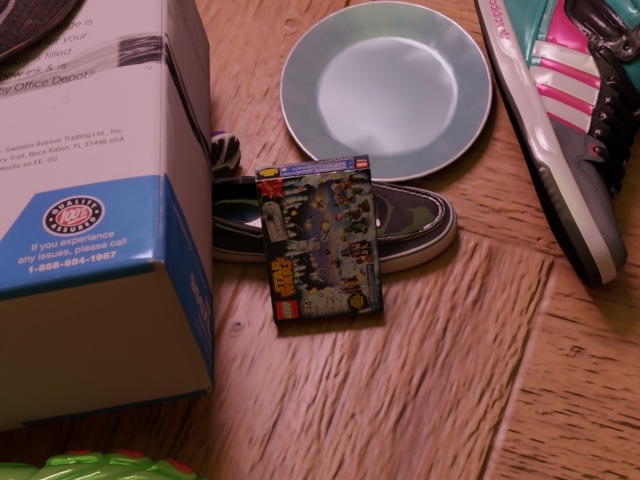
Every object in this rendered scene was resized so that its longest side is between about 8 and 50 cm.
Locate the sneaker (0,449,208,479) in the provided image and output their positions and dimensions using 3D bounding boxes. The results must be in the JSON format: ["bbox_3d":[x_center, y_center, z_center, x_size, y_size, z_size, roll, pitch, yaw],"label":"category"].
[{"bbox_3d":[-0.298,0.279,1.469,0.482,0.185,0.202,-8,58,0],"label":"sneaker"}]

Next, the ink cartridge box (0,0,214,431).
[{"bbox_3d":[-0.238,-0.054,1.580,0.285,0.166,0.395,-10,47,8],"label":"ink cartridge box"}]

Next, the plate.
[{"bbox_3d":[0.057,-0.128,1.754,0.188,0.024,0.188,-1,63,3],"label":"plate"}]

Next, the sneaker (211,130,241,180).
[{"bbox_3d":[-0.148,-0.055,1.705,0.170,0.068,0.071,-26,51,-14],"label":"sneaker"}]

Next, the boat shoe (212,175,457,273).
[{"bbox_3d":[0.000,-0.025,1.672,0.228,0.076,0.080,3,62,5],"label":"boat shoe"}]

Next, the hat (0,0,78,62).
[{"bbox_3d":[-0.350,-0.234,1.576,0.331,0.134,0.331,-11,45,12],"label":"hat"}]

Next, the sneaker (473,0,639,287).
[{"bbox_3d":[0.252,-0.111,1.684,0.178,0.124,0.296,-19,61,4],"label":"sneaker"}]

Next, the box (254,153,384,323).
[{"bbox_3d":[0.000,0.000,1.630,0.094,0.137,0.027,-7,29,1],"label":"box"}]
